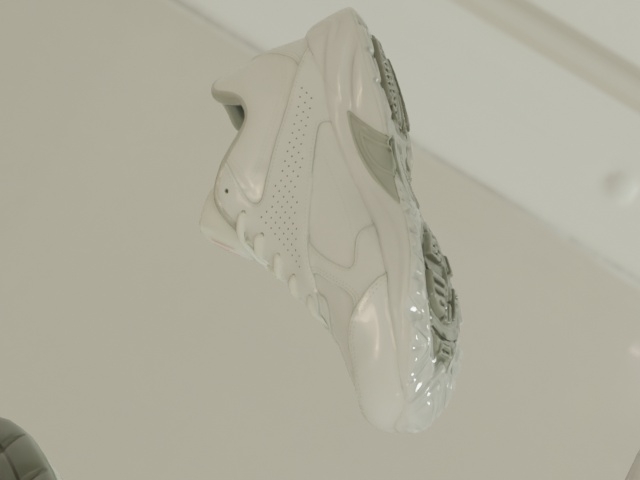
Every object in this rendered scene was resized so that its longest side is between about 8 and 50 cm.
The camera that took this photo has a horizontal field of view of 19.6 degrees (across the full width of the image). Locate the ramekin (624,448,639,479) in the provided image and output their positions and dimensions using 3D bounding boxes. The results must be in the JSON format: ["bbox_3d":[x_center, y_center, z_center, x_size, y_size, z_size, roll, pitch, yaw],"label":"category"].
[{"bbox_3d":[0.246,0.214,1.063,0.273,0.127,0.273,-42,142,-46],"label":"ramekin"}]

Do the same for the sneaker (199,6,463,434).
[{"bbox_3d":[0.000,0.000,0.925,0.090,0.115,0.232,55,19,-55],"label":"sneaker"}]

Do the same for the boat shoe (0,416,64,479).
[{"bbox_3d":[-0.141,0.133,0.654,0.118,0.103,0.320,-43,-161,-22],"label":"boat shoe"}]
